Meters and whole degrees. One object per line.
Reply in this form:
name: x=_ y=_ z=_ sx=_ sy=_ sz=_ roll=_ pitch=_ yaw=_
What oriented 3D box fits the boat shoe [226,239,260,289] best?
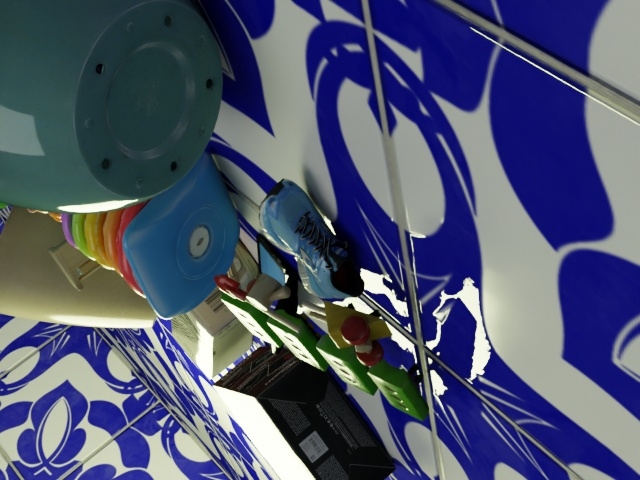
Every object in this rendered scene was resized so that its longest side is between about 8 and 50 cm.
boat shoe: x=-0.142 y=0.000 z=1.393 sx=0.153 sy=0.048 sz=0.056 roll=56 pitch=161 yaw=-13

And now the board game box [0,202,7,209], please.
board game box: x=-0.514 y=-0.159 z=1.626 sx=0.144 sy=0.275 sz=0.142 roll=38 pitch=157 yaw=37

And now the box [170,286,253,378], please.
box: x=-0.171 y=0.123 z=1.621 sx=0.113 sy=0.094 sz=0.275 roll=47 pitch=161 yaw=13

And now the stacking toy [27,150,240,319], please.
stacking toy: x=-0.267 y=-0.030 z=1.307 sx=0.302 sy=0.175 sz=0.165 roll=15 pitch=142 yaw=30

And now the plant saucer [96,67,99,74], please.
plant saucer: x=-0.309 y=-0.214 z=1.334 sx=0.198 sy=0.036 sz=0.198 roll=158 pitch=90 yaw=-85

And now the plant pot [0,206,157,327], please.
plant pot: x=-0.397 y=0.044 z=1.776 sx=0.274 sy=0.256 sz=0.256 roll=19 pitch=162 yaw=-5

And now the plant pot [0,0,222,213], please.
plant pot: x=-0.238 y=-0.157 z=0.976 sx=0.235 sy=0.293 sz=0.293 roll=20 pitch=147 yaw=34

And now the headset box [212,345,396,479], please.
headset box: x=-0.038 y=0.279 z=1.571 sx=0.218 sy=0.110 sz=0.293 roll=55 pitch=162 yaw=-8

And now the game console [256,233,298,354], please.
game console: x=-0.067 y=0.071 z=1.316 sx=0.071 sy=0.107 sz=0.122 roll=18 pitch=155 yaw=9

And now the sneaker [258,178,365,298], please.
sneaker: x=0.000 y=0.000 z=1.052 sx=0.073 sy=0.063 sz=0.162 roll=14 pitch=149 yaw=47

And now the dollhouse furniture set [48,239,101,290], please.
dollhouse furniture set: x=-0.358 y=-0.037 z=1.625 sx=0.129 sy=0.184 sz=0.129 roll=18 pitch=142 yaw=60

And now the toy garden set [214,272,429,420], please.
toy garden set: x=-0.002 y=0.091 z=1.107 sx=0.244 sy=0.049 sz=0.204 roll=24 pitch=163 yaw=28
